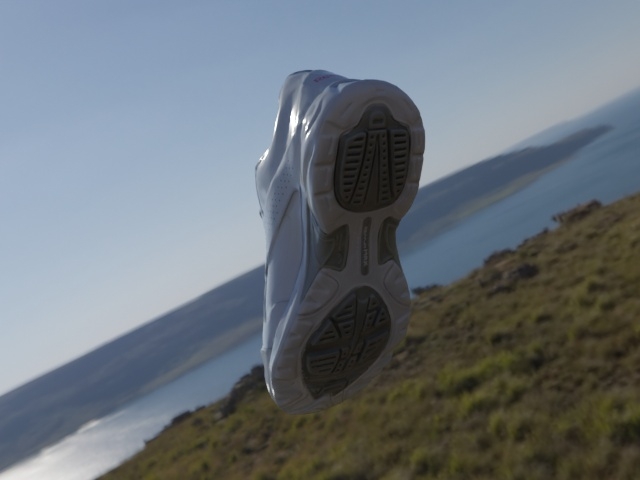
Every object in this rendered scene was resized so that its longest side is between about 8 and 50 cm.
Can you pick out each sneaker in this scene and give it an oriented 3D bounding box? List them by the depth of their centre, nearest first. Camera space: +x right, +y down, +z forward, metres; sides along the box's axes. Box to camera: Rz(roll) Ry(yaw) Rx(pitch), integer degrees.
[{"bbox_3d":[0.000,0.000,0.539,0.090,0.232,0.115,-2,25,-28],"label":"sneaker"}]
